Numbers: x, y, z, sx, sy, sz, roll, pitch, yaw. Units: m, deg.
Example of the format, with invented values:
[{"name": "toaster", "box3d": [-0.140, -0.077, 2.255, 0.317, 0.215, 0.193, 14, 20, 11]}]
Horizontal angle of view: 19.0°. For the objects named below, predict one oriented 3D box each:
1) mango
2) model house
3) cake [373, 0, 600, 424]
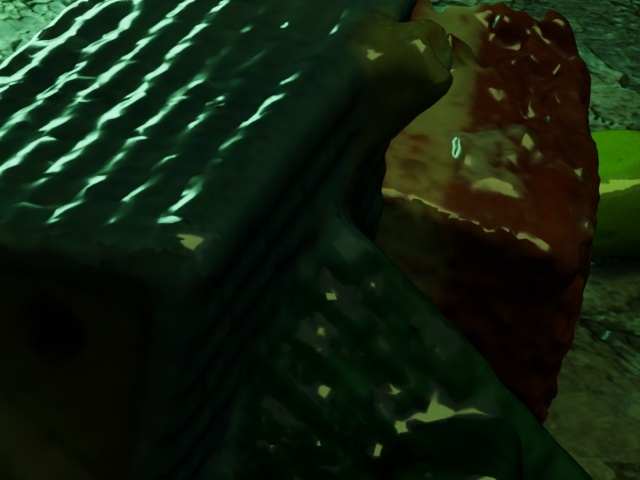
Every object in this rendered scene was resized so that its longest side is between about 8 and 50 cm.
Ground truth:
[{"name": "mango", "box3d": [0.224, -0.040, 1.502, 0.163, 0.089, 0.117, -1, 36, -21]}, {"name": "model house", "box3d": [-0.046, 0.090, 0.863, 0.382, 0.342, 0.334, 49, 33, -9]}, {"name": "cake", "box3d": [0.000, 0.000, 1.198, 0.319, 0.270, 0.269, 13, 33, 0]}]
